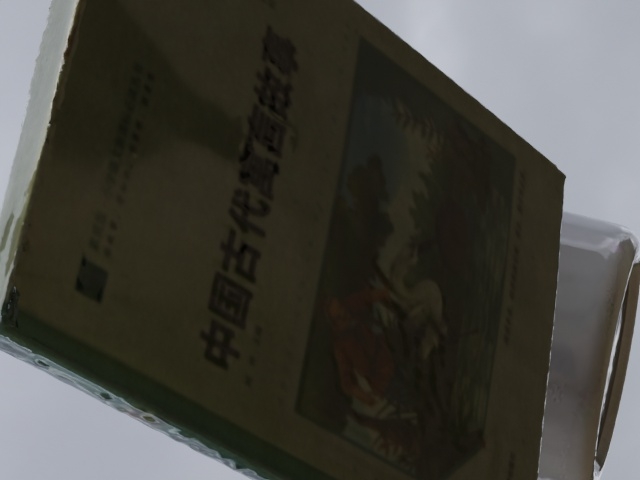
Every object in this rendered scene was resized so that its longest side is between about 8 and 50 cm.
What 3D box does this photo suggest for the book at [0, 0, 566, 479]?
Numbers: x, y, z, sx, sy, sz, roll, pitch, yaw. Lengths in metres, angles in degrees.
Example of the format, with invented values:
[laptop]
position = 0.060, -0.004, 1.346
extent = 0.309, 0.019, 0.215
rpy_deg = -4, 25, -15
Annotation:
[book]
position = 0.000, 0.000, 0.734
extent = 0.283, 0.025, 0.214
rpy_deg = 32, -125, -38

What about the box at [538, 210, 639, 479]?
[box]
position = 0.101, 0.066, 1.263
extent = 0.291, 0.206, 0.262
rpy_deg = -15, -64, -74
